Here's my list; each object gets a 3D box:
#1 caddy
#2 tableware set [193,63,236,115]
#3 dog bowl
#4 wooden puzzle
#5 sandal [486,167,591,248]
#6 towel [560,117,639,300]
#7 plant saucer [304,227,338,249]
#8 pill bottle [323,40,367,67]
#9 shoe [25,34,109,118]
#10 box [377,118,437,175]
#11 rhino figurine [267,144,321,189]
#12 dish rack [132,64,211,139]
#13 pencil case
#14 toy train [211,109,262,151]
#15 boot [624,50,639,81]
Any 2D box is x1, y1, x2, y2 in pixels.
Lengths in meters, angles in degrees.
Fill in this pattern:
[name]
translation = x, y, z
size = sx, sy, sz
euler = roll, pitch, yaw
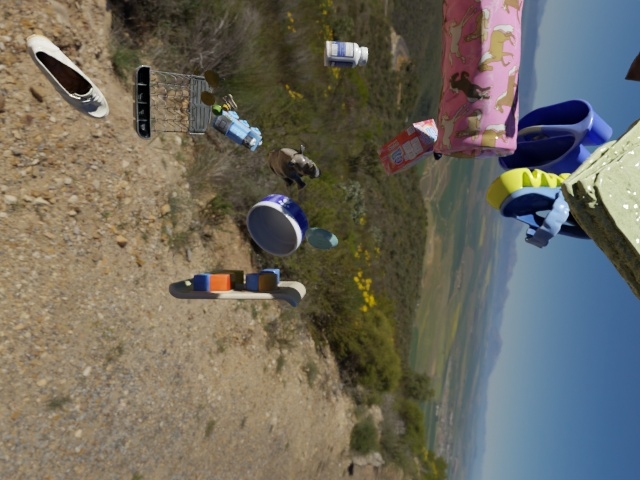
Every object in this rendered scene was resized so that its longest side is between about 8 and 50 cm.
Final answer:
[caddy]
translation = 0.738, -0.318, 1.305
size = 0.241, 0.179, 0.341
euler = -63, -162, -2
[tableware set]
translation = -0.330, -0.460, 1.233
size = 0.154, 0.104, 0.024
euler = 57, 32, -35
[dog bowl]
translation = -0.189, -0.066, 1.770
size = 0.104, 0.265, 0.265
euler = -50, 140, -46
[wooden puzzle]
translation = -0.226, 0.127, 1.206
size = 0.322, 0.348, 0.080
euler = 9, 86, -87
[sandal]
translation = 0.475, -0.058, 0.734
size = 0.126, 0.317, 0.138
euler = 85, -3, -58
[towel]
translation = 0.232, -0.004, 0.261
size = 0.110, 0.148, 0.027
euler = -33, 172, -16
[plant saucer]
translation = 0.000, 0.000, 1.387
size = 0.119, 0.119, 0.021
euler = 63, 37, -50
[pill bottle]
translation = 0.072, -0.533, 1.154
size = 0.067, 0.120, 0.067
euler = -179, -90, -83
[shoe]
translation = -0.563, -0.352, 0.908
size = 0.076, 0.058, 0.219
euler = -41, 149, -7
[box]
translation = 0.372, -0.384, 1.680
size = 0.122, 0.257, 0.128
euler = -20, 86, -29
[rhino figurine]
translation = -0.064, -0.180, 0.970
size = 0.073, 0.243, 0.106
euler = -48, 113, -9
[dish rack]
translation = -0.460, -0.431, 1.273
size = 0.271, 0.074, 0.208
euler = -13, 121, -44
[pencil case]
translation = 0.293, -0.349, 0.754
size = 0.160, 0.167, 0.386
euler = -9, 102, -36
[toy train]
translation = -0.297, -0.394, 1.441
size = 0.080, 0.184, 0.105
euler = -51, -172, 24
[boot]
translation = 0.890, -0.461, 0.939
size = 0.090, 0.207, 0.248
euler = -45, 156, -39
